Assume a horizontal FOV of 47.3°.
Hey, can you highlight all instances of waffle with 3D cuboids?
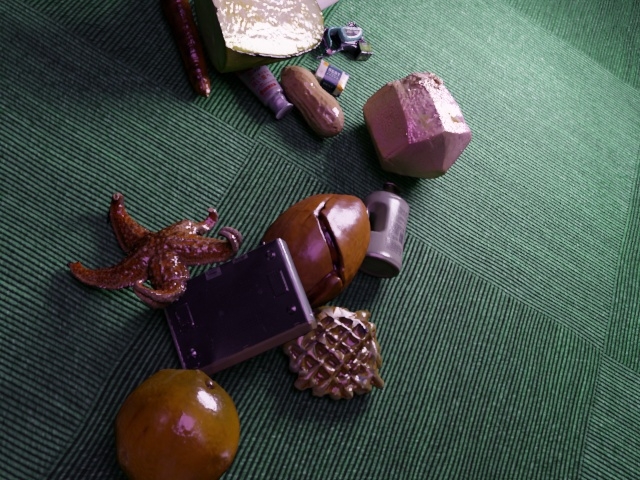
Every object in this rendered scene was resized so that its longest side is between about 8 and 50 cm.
[{"bbox_3d":[0.028,0.227,1.507,0.224,0.054,0.203,6,62,-21],"label":"waffle"}]

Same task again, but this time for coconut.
[{"bbox_3d":[0.238,-0.263,1.763,0.233,0.233,0.245,-11,66,-28],"label":"coconut"}]

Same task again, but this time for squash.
[{"bbox_3d":[-0.115,-0.522,1.696,0.309,0.210,0.233,-16,86,-18],"label":"squash"}]

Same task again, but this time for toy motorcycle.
[{"bbox_3d":[0.047,-0.521,1.914,0.173,0.058,0.100,-4,72,-28],"label":"toy motorcycle"}]

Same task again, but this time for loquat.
[{"bbox_3d":[-0.248,0.345,1.234,0.214,0.213,0.246,23,54,-12],"label":"loquat"}]

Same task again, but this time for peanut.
[{"bbox_3d":[-0.020,-0.340,1.766,0.214,0.090,0.099,51,46,6],"label":"peanut"}]

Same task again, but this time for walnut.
[{"bbox_3d":[0.000,0.000,1.534,0.209,0.209,0.336,36,47,-3],"label":"walnut"}]

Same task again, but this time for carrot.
[{"bbox_3d":[-0.314,-0.469,1.720,0.066,0.066,0.314,-9,70,-28],"label":"carrot"}]

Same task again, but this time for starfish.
[{"bbox_3d":[-0.311,0.006,1.419,0.303,0.113,0.312,28,49,31],"label":"starfish"}]

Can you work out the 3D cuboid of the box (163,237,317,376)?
[{"bbox_3d":[-0.162,0.128,1.384,0.270,0.045,0.210,-23,73,10],"label":"box"}]

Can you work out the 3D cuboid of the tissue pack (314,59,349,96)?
[{"bbox_3d":[0.025,-0.410,1.852,0.083,0.042,0.062,27,59,-9],"label":"tissue pack"}]

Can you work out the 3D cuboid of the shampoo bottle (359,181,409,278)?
[{"bbox_3d":[0.143,-0.036,1.679,0.118,0.087,0.234,21,57,-13],"label":"shampoo bottle"}]

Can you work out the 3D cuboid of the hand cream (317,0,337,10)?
[{"bbox_3d":[-0.098,-0.613,1.868,0.359,0.118,0.185,-34,89,-25],"label":"hand cream"}]

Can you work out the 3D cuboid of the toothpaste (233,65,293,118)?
[{"bbox_3d":[-0.154,-0.394,1.760,0.089,0.057,0.234,-35,76,-13],"label":"toothpaste"}]
